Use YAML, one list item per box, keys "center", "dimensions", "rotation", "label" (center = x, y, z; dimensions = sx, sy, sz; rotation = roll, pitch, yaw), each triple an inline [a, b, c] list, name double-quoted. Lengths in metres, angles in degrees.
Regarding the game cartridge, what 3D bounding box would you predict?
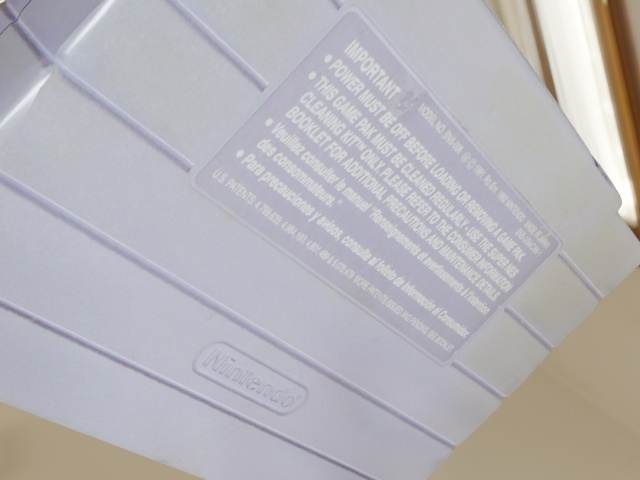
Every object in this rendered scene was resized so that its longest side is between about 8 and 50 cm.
- center: [0.000, 0.000, 0.466]
  dimensions: [0.230, 0.355, 0.068]
  rotation: [-49, -130, 2]
  label: "game cartridge"
